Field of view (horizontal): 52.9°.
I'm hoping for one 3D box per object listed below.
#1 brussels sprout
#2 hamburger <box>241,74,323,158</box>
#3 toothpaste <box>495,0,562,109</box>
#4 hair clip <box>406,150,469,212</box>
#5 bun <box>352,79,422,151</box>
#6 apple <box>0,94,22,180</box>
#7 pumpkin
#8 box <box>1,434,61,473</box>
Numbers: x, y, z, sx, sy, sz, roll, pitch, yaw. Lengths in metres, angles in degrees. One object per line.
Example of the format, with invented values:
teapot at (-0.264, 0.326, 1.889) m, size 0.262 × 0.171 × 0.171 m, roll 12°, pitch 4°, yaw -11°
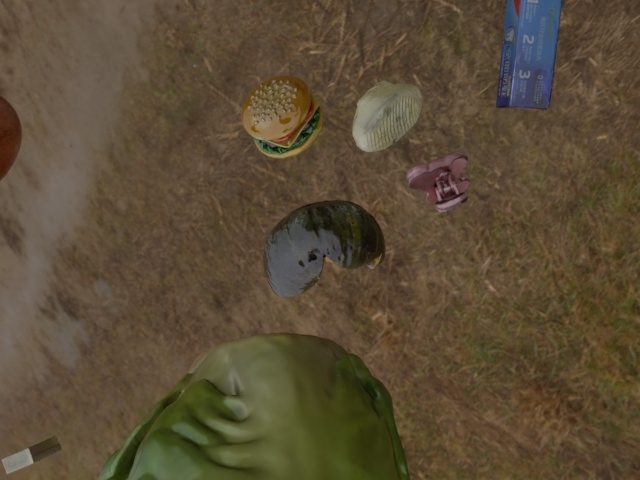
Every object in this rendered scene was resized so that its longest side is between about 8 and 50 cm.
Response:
brussels sprout at (-0.052, 0.212, 0.485) m, size 0.227 × 0.294 × 0.259 m, roll 17°, pitch 151°, yaw -28°
hamburger at (-0.074, -0.241, 1.258) m, size 0.162 × 0.162 × 0.115 m, roll 25°, pitch 168°, yaw 30°
toothpaste at (0.364, -0.388, 1.104) m, size 0.066 × 0.076 × 0.320 m, roll -130°, pitch 44°, yaw -79°
hair clip at (0.240, -0.116, 1.264) m, size 0.123 × 0.138 × 0.102 m, roll -21°, pitch 94°, yaw 14°
bun at (0.182, -0.371, 1.862) m, size 0.116 × 0.237 × 0.210 m, roll 48°, pitch 180°, yaw 30°
apple at (-0.628, -0.175, 1.118) m, size 0.162 × 0.201 × 0.201 m, roll -120°, pitch 16°, yaw -57°
pumpkin at (0.000, 0.000, 0.910) m, size 0.107 × 0.183 × 0.119 m, roll 74°, pitch 171°, yaw -54°
box at (-0.588, 0.437, 1.316) m, size 0.079 × 0.083 × 0.035 m, roll -26°, pitch 84°, yaw 18°
